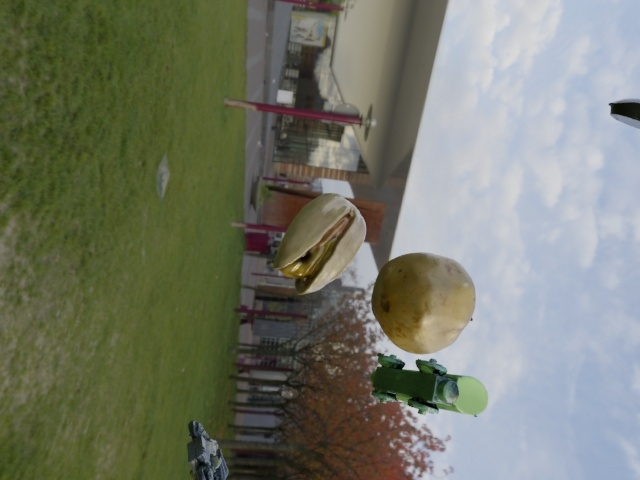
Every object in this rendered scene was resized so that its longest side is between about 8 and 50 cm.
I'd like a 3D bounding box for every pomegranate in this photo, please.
[{"bbox_3d":[0.333,0.199,1.452,0.342,0.342,0.343,-173,-90,-85],"label":"pomegranate"}]

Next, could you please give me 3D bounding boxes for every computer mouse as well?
[{"bbox_3d":[1.200,-0.446,1.665,0.168,0.295,0.087,-4,123,-56],"label":"computer mouse"}]

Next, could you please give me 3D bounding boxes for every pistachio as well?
[{"bbox_3d":[0.000,0.000,1.195,0.299,0.187,0.187,-48,167,-28],"label":"pistachio"}]

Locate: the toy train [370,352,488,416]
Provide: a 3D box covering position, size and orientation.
[{"bbox_3d":[0.209,0.295,0.919,0.253,0.157,0.105,-24,-132,62],"label":"toy train"}]

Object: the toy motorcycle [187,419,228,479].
[{"bbox_3d":[-0.230,0.464,0.950,0.124,0.061,0.193,64,-12,-26],"label":"toy motorcycle"}]
